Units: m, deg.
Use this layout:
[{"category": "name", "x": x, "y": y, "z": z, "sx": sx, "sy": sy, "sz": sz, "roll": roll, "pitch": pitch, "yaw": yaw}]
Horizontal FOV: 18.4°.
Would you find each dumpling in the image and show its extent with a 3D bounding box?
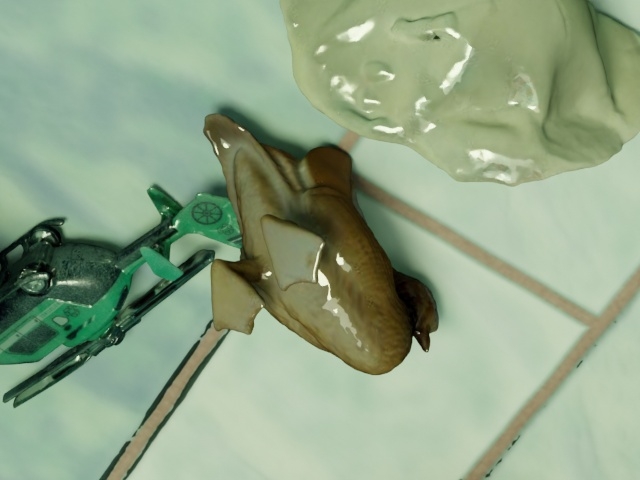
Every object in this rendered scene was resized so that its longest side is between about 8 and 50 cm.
[{"category": "dumpling", "x": 0.080, "y": -0.098, "z": 1.109, "sx": 0.229, "sy": 0.151, "sz": 0.124, "roll": 15, "pitch": 147, "yaw": -1}]

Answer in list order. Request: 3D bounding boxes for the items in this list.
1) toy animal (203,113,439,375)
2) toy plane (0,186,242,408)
[{"category": "toy animal", "x": 0.000, "y": 0.000, "z": 1.204, "sx": 0.089, "sy": 0.179, "sz": 0.188, "roll": -38, "pitch": 71, "yaw": 26}, {"category": "toy plane", "x": -0.147, "y": 0.030, "z": 1.264, "sx": 0.235, "sy": 0.060, "sz": 0.096, "roll": -34, "pitch": 118, "yaw": 27}]
